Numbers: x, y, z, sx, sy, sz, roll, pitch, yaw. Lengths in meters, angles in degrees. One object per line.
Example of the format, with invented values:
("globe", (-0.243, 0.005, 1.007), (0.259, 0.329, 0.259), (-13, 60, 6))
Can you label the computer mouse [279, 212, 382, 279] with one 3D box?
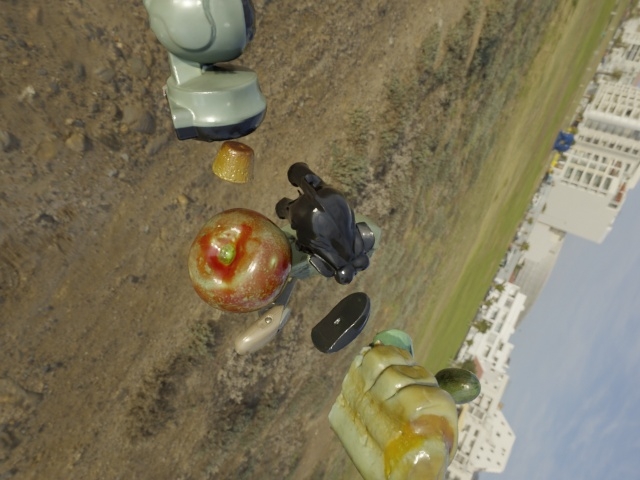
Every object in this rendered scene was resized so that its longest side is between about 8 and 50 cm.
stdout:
("computer mouse", (-0.003, -0.001, 1.403), (0.145, 0.429, 0.228), (69, 9, -51))

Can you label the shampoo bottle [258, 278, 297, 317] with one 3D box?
("shampoo bottle", (-0.169, 0.215, 1.802), (0.126, 0.084, 0.350), (-34, -165, 26))

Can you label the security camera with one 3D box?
("security camera", (-0.204, -0.344, 0.751), (0.191, 0.197, 0.277), (-14, 130, -15))

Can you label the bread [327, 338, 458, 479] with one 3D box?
("bread", (0.199, 0.439, 0.998), (0.210, 0.341, 0.300), (14, 97, -27))

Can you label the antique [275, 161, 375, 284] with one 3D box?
("antique", (0.007, -0.033, 1.126), (0.185, 0.255, 0.322), (-37, 128, -12))

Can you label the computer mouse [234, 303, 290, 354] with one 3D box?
("computer mouse", (-0.203, 0.325, 1.479), (0.237, 0.082, 0.145), (-35, 162, -31))

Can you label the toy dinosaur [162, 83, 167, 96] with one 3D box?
("toy dinosaur", (-0.465, -0.584, 1.386), (0.167, 0.242, 0.053), (-24, 147, 0))

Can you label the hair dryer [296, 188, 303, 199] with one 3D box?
("hair dryer", (-0.124, -0.086, 1.858), (0.123, 0.313, 0.340), (62, 16, -56))

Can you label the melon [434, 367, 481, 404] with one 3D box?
("melon", (0.432, 0.469, 1.329), (0.114, 0.167, 0.114), (15, 67, -41))

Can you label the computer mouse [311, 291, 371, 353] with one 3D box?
("computer mouse", (0.088, 0.309, 1.520), (0.270, 0.137, 0.086), (-44, 131, -5))

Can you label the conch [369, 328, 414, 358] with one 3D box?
("conch", (0.235, 0.384, 1.354), (0.250, 0.137, 0.143), (-68, 141, -66))

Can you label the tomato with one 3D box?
("tomato", (-0.200, 0.057, 1.075), (0.270, 0.270, 0.222), (-61, 158, -9))

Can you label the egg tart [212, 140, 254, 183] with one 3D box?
("egg tart", (-0.387, -0.366, 1.899), (0.203, 0.203, 0.147), (-23, 141, -56))
